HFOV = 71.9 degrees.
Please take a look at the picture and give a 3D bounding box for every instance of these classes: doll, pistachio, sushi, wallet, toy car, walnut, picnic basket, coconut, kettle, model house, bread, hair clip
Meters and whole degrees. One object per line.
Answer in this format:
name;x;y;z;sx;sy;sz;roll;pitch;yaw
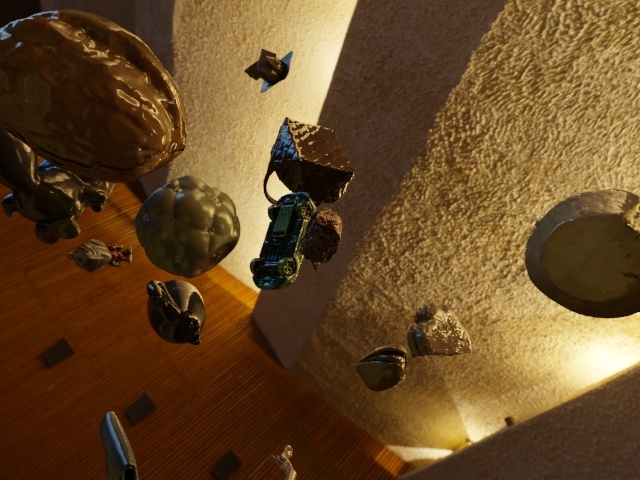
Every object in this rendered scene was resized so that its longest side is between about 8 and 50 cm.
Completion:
doll;-0.750;-0.227;1.287;0.252;0.382;0.379;3;-47;-2
pistachio;0.250;0.511;1.794;0.197;0.166;0.288;15;-40;-2
doll;-0.618;0.043;1.242;0.079;0.180;0.094;14;-81;40
sushi;0.000;0.000;0.638;0.052;0.055;0.120;24;-31;-7
wallet;-0.515;0.635;1.161;0.251;0.054;0.291;17;-66;51
toy car;-0.094;0.009;1.281;0.136;0.306;0.125;-2;-25;39
walnut;-0.287;-0.178;0.561;0.245;0.198;0.198;29;-32;-18
picnic basket;-0.061;-0.230;1.616;0.337;0.292;0.338;-29;-124;58
coconut;0.644;0.026;1.018;0.323;0.323;0.323;28;-45;32
kettle;-0.529;0.250;1.574;0.268;0.207;0.290;55;-13;-19
model house;-0.183;-0.590;1.496;0.167;0.088;0.117;-5;-111;49
bread;0.404;0.312;1.521;0.102;0.337;0.183;-26;-117;36
hair clip;-0.097;0.680;1.322;0.034;0.072;0.226;59;-16;-4

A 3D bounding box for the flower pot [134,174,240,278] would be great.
flower pot;-0.316;-0.028;1.074;0.195;0.246;0.246;50;-37;7
